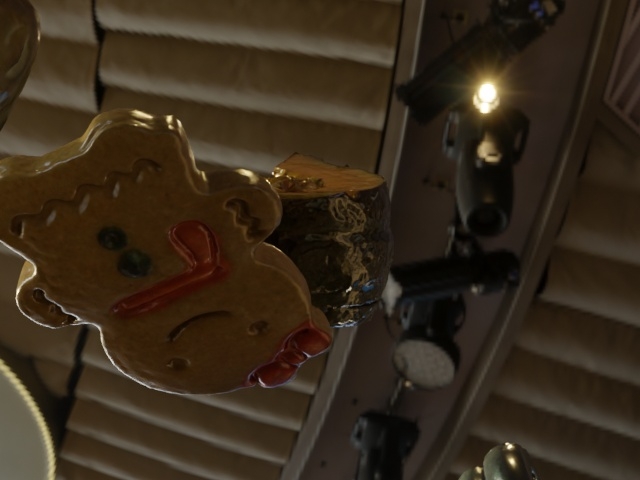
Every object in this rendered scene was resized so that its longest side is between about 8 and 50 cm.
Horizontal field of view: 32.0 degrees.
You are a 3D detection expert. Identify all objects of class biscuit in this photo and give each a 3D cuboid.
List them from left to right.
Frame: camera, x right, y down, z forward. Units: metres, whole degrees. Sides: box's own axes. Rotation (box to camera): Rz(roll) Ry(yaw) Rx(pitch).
[{"bbox_3d":[-0.087,0.024,0.639,0.166,0.036,0.225,-22,-49,12],"label":"biscuit"}]

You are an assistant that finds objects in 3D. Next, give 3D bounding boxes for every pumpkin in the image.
[{"bbox_3d":[0.004,-0.001,0.967,0.126,0.248,0.131,1,-75,8],"label":"pumpkin"}]

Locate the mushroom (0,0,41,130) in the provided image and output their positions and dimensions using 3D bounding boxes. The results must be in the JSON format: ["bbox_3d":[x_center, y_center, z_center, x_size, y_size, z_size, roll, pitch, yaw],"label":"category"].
[{"bbox_3d":[-0.220,-0.164,0.367,0.107,0.087,0.333,-8,-57,54],"label":"mushroom"}]

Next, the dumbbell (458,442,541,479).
[{"bbox_3d":[0.035,0.284,0.843,0.406,0.179,0.179,-21,-56,8],"label":"dumbbell"}]
